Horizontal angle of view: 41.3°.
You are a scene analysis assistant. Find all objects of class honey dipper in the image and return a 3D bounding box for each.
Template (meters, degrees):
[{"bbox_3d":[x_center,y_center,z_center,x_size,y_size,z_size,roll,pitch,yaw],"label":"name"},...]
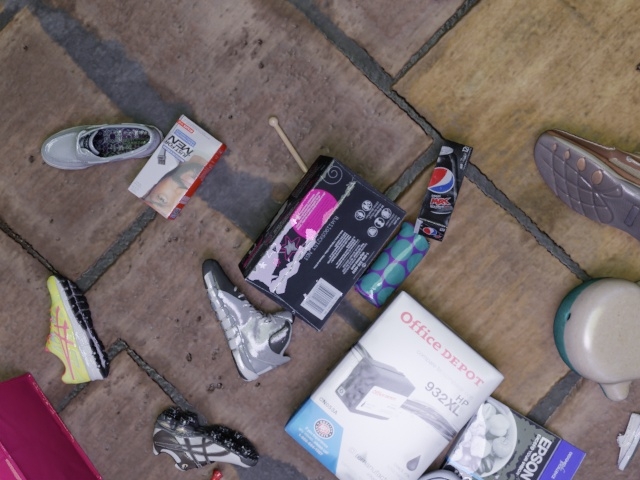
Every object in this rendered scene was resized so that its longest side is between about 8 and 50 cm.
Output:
[{"bbox_3d":[-0.047,-0.155,1.522,0.030,0.030,0.160,-34,84,2],"label":"honey dipper"}]

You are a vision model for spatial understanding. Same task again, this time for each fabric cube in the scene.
[{"bbox_3d":[-0.572,0.408,1.428,0.258,0.254,0.259,-36,85,3],"label":"fabric cube"}]

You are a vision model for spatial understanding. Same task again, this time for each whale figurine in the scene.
[{"bbox_3d":[0.514,0.162,1.427,0.272,0.141,0.216,18,89,-19],"label":"whale figurine"}]

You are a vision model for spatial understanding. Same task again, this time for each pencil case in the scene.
[{"bbox_3d":[0.124,0.043,1.481,0.064,0.070,0.151,41,88,-30],"label":"pencil case"}]

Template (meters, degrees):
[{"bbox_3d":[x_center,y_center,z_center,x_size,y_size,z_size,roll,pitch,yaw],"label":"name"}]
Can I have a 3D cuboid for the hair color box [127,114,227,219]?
[{"bbox_3d":[-0.256,-0.130,1.527,0.093,0.053,0.167,36,92,4],"label":"hair color box"}]

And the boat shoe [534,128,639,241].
[{"bbox_3d":[0.515,-0.093,1.442,0.324,0.123,0.116,36,57,14],"label":"boat shoe"}]

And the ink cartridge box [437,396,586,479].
[{"bbox_3d":[0.320,0.402,1.459,0.208,0.045,0.206,30,90,4],"label":"ink cartridge box"}]

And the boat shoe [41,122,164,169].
[{"bbox_3d":[-0.399,-0.177,1.526,0.227,0.081,0.079,-6,87,4],"label":"boat shoe"}]

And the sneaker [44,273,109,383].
[{"bbox_3d":[-0.457,0.162,1.516,0.094,0.081,0.208,-21,86,6],"label":"sneaker"}]

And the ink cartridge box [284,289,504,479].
[{"bbox_3d":[0.124,0.267,1.438,0.223,0.129,0.307,41,91,6],"label":"ink cartridge box"}]

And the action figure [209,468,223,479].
[{"bbox_3d":[-0.255,0.538,1.487,0.091,0.139,0.280,41,69,8],"label":"action figure"}]

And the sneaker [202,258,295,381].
[{"bbox_3d":[-0.115,0.122,1.496,0.132,0.086,0.228,-21,96,-1],"label":"sneaker"}]

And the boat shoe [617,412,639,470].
[{"bbox_3d":[0.525,0.342,1.453,0.035,0.035,0.100,24,94,33],"label":"boat shoe"}]

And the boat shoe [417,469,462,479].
[{"bbox_3d":[0.134,0.514,1.420,0.109,0.094,0.302,39,101,4],"label":"boat shoe"}]

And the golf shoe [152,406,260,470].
[{"bbox_3d":[-0.204,0.369,1.494,0.198,0.077,0.094,20,95,15],"label":"golf shoe"}]

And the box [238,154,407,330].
[{"bbox_3d":[0.000,0.000,1.440,0.163,0.142,0.247,36,92,-13],"label":"box"}]

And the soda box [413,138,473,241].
[{"bbox_3d":[0.210,-0.087,1.452,0.053,0.060,0.169,18,65,8],"label":"soda box"}]
